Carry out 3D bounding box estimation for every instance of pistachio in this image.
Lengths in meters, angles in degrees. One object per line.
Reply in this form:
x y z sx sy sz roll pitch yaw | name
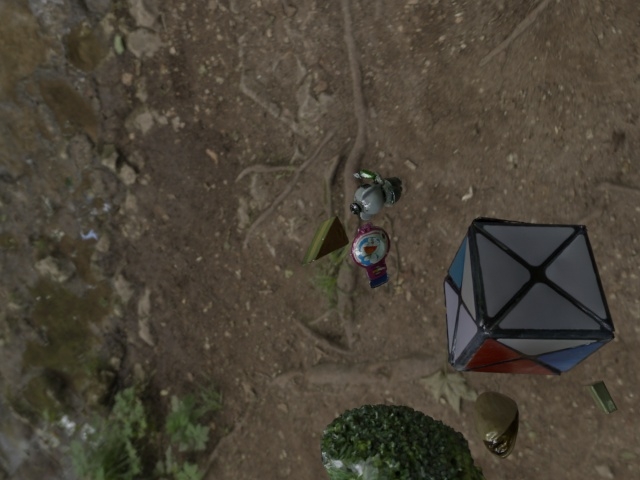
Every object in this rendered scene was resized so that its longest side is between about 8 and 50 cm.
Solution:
0.488 0.501 1.391 0.131 0.206 0.129 -41 96 19 | pistachio

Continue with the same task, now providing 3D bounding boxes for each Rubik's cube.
0.492 0.148 1.272 0.306 0.310 0.305 2 149 3 | Rubik's cube

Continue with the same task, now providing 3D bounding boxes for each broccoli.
0.141 0.402 0.789 0.249 0.302 0.375 -12 160 -5 | broccoli

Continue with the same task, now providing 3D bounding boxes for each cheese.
0.181 0.054 1.737 0.062 0.155 0.244 39 148 61 | cheese

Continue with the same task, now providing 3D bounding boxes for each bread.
-0.003 0.002 1.324 0.074 0.139 0.084 -24 92 50 | bread

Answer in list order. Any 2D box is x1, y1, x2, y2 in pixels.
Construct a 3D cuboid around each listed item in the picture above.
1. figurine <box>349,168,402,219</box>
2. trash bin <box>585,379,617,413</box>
0.169 -0.140 1.578 0.126 0.192 0.147 39 148 37 | figurine
0.873 0.487 1.570 0.043 0.061 0.092 -23 71 3 | trash bin
